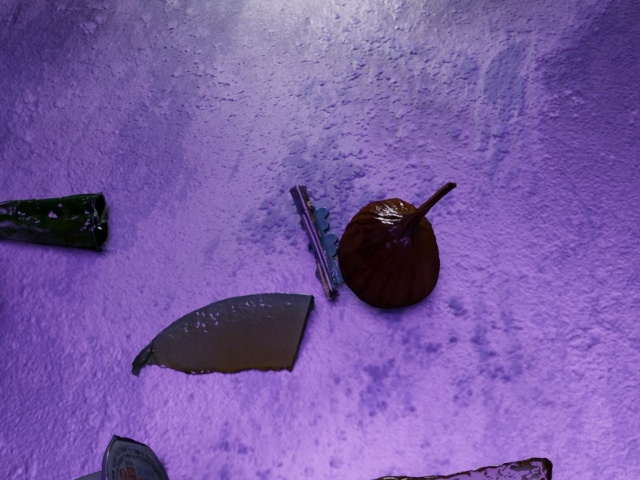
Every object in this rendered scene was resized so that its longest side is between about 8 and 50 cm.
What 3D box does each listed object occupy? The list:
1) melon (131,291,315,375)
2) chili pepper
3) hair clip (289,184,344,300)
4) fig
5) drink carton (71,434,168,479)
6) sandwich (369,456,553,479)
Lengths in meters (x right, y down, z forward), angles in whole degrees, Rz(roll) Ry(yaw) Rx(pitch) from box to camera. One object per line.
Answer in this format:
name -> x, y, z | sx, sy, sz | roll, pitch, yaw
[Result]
melon -> -0.127, 0.136, 1.144 | 0.262, 0.053, 0.113 | -14, 86, 5
chili pepper -> -0.418, -0.020, 1.221 | 0.227, 0.059, 0.088 | -4, 73, 7
hair clip -> 0.001, 0.000, 1.174 | 0.049, 0.049, 0.172 | -18, 73, -1
fig -> 0.104, 0.002, 1.080 | 0.134, 0.201, 0.146 | -19, 78, -22
drink carton -> -0.277, 0.351, 1.007 | 0.190, 0.185, 0.191 | -22, 69, 9
sandwich -> 0.158, 0.398, 0.972 | 0.249, 0.095, 0.273 | -6, 67, 4
